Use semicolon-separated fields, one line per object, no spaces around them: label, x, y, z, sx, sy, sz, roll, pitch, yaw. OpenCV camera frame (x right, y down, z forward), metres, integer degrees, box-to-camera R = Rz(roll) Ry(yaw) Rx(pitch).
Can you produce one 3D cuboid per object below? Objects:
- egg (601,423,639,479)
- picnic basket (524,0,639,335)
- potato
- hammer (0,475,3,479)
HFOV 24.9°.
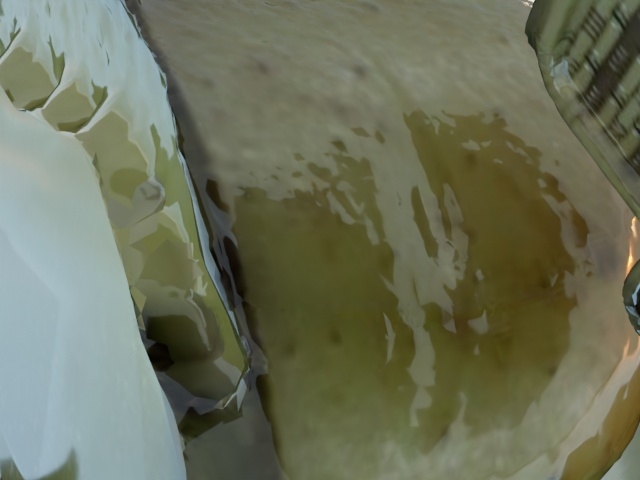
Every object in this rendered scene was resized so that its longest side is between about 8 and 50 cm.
egg;0.194;0.139;0.598;0.219;0.219;0.269;21;-154;-8
picnic basket;0.185;0.002;0.246;0.175;0.228;0.312;-32;-100;-10
potato;0.000;0.000;0.474;0.243;0.242;0.285;6;-170;-27
hammer;-0.201;0.136;0.659;0.021;0.078;0.201;34;178;19
